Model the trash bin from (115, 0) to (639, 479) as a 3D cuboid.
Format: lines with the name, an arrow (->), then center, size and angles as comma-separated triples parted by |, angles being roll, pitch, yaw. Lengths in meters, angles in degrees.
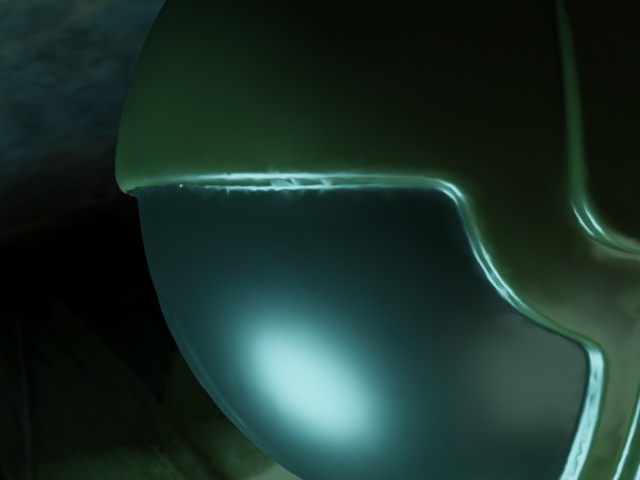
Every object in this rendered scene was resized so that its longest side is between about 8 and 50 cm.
trash bin -> 0.109, -0.016, 0.433 | 0.333, 0.214, 0.214 | -2, 149, -17

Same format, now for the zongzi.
zongzi -> -0.059, 0.122, 0.641 | 0.317, 0.154, 0.289 | -9, 156, 2
